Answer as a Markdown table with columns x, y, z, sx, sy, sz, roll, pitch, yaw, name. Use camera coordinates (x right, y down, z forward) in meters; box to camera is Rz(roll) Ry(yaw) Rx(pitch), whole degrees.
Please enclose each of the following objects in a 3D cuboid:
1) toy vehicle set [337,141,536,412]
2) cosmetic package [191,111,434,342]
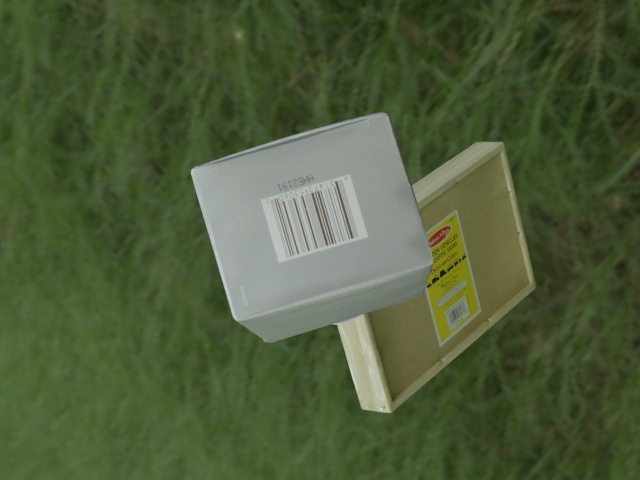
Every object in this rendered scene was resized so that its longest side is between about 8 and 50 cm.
| x | y | z | sx | sy | sz | roll | pitch | yaw | name |
| --- | --- | --- | --- | --- | --- | --- | --- | --- | --- |
| 0.111 | 0.030 | 1.416 | 0.035 | 0.267 | 0.166 | 3 | 117 | 41 | toy vehicle set |
| 0.000 | 0.000 | 0.951 | 0.238 | 0.127 | 0.107 | 90 | 163 | -85 | cosmetic package |
